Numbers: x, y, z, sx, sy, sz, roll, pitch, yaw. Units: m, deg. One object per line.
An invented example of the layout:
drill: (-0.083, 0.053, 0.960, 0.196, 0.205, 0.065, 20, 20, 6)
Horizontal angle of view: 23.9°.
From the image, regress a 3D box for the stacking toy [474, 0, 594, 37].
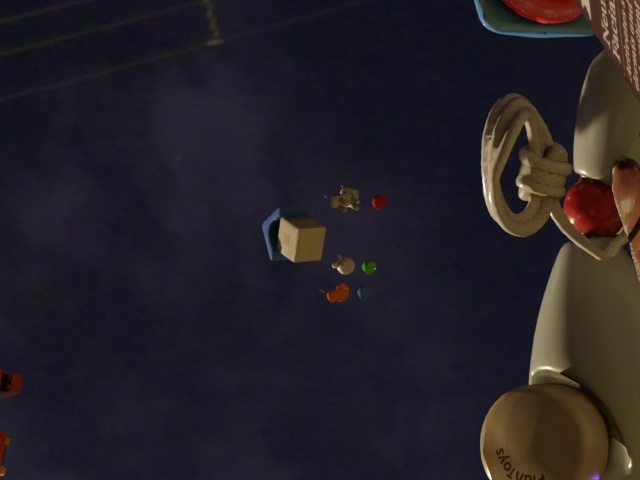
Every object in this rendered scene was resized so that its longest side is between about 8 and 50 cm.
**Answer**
stacking toy: (0.296, -0.367, 1.708, 0.175, 0.302, 0.165, -2, -110, -20)

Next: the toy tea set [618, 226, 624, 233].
toy tea set: (0.378, -0.026, 1.246, 0.336, 0.124, 0.200, -8, -47, -13)

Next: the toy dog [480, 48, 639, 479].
toy dog: (0.222, 0.046, 1.008, 0.220, 0.161, 0.333, -27, -59, -51)

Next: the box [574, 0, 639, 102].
box: (0.177, -0.213, 0.738, 0.143, 0.381, 0.191, -13, -55, 1)

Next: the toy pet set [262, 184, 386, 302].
toy pet set: (0.000, 0.000, 1.629, 0.114, 0.065, 0.122, -4, -67, -33)

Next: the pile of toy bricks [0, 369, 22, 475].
pile of toy bricks: (-0.350, 0.162, 1.298, 0.105, 0.212, 0.118, 20, -116, -33)
